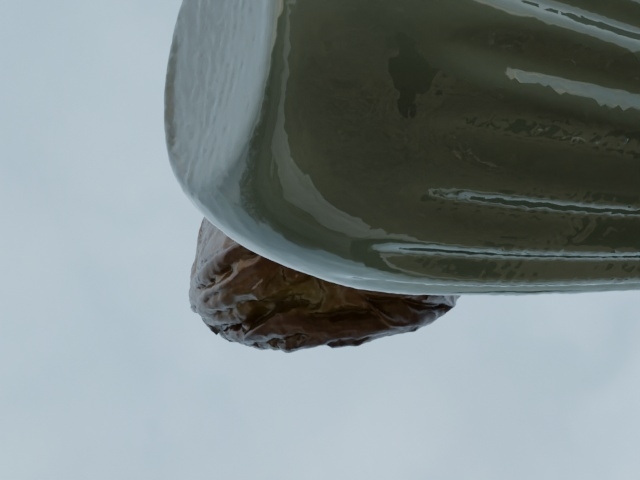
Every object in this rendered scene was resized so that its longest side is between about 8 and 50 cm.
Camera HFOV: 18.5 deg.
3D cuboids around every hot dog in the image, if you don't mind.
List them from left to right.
[{"bbox_3d":[0.000,0.000,1.416,0.196,0.272,0.122,-5,-75,-4],"label":"hot dog"}]

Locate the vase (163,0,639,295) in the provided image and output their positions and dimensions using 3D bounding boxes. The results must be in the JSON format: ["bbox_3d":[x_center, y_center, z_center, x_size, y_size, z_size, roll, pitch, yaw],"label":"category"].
[{"bbox_3d":[0.081,-0.038,0.624,0.248,0.128,0.128,9,-68,-23],"label":"vase"}]
